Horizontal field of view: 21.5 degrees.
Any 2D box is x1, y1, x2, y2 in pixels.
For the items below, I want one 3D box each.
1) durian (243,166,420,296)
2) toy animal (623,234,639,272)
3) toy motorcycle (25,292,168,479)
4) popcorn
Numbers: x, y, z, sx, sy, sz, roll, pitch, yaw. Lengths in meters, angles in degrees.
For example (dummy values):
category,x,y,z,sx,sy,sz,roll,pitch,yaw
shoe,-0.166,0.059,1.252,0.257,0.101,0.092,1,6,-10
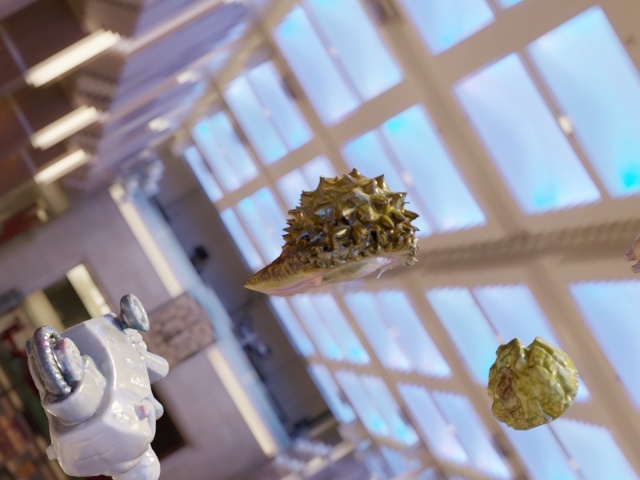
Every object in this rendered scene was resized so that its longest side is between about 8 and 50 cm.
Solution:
category,x,y,z,sx,sy,sz,roll,pitch,yaw
durian,0.000,0.007,1.904,0.140,0.224,0.078,60,16,1
toy animal,0.463,0.004,2.186,0.089,0.150,0.083,13,-59,68
toy motorcycle,-0.192,0.146,1.506,0.260,0.110,0.171,6,61,-83
popcorn,0.251,0.171,2.033,0.106,0.116,0.121,55,-5,-12
